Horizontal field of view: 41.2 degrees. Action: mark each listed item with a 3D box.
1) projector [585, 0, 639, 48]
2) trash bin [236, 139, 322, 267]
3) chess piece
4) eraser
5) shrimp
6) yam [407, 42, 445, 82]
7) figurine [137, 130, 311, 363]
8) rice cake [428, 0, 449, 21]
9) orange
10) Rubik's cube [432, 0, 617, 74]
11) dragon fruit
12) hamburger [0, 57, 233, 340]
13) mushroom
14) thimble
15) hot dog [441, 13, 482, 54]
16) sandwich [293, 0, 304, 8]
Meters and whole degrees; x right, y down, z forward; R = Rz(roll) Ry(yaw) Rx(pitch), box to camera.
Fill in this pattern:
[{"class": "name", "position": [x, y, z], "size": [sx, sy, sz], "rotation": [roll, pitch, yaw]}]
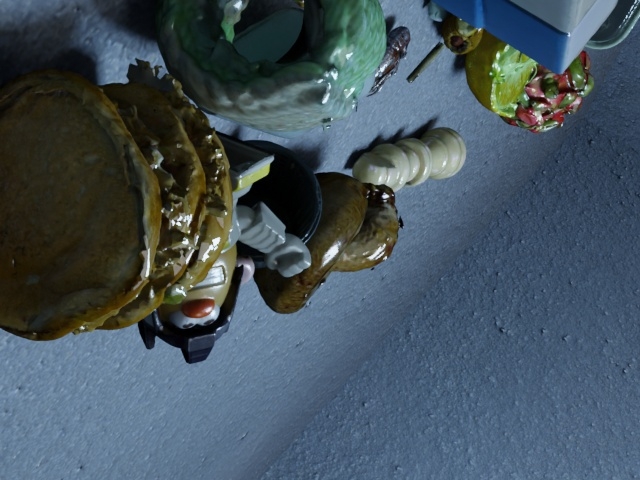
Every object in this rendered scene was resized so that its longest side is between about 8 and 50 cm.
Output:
[{"class": "projector", "position": [0.496, -0.531, 1.525], "size": [0.249, 0.248, 0.248], "rotation": [-55, 170, -40]}, {"class": "trash bin", "position": [-0.090, -0.034, 1.208], "size": [0.175, 0.175, 0.161], "rotation": [-48, 173, -15]}, {"class": "chess piece", "position": [0.180, -0.160, 1.767], "size": [0.397, 0.117, 0.117], "rotation": [-22, 146, -57]}, {"class": "eraser", "position": [-0.038, -0.201, 1.059], "size": [0.174, 0.081, 0.227], "rotation": [-26, 170, 18]}, {"class": "shrimp", "position": [0.089, -0.275, 1.364], "size": [0.165, 0.057, 0.065], "rotation": [-51, 170, 6]}, {"class": "yam", "position": [0.201, -0.336, 1.613], "size": [0.107, 0.014, 0.014], "rotation": [-48, 163, -14]}, {"class": "figurine", "position": [-0.160, 0.009, 1.027], "size": [0.143, 0.309, 0.308], "rotation": [-85, -163, -53]}, {"class": "rice cake", "position": [0.260, -0.480, 1.423], "size": [0.237, 0.043, 0.127], "rotation": [-47, 163, -15]}, {"class": "orange", "position": [0.385, -0.385, 1.755], "size": [0.179, 0.158, 0.237], "rotation": [-39, 160, -42]}, {"class": "Rubik's cube", "position": [0.215, -0.441, 0.858], "size": [0.346, 0.344, 0.347], "rotation": [-52, 162, -5]}, {"class": "dragon fruit", "position": [0.511, -0.391, 1.963], "size": [0.231, 0.237, 0.302], "rotation": [-52, -168, 54]}, {"class": "hamburger", "position": [-0.199, -0.040, 0.769], "size": [0.211, 0.245, 0.260], "rotation": [4, 102, -69]}, {"class": "mushroom", "position": [-0.002, -0.012, 1.414], "size": [0.283, 0.195, 0.263], "rotation": [-26, 161, -26]}, {"class": "thimble", "position": [-0.047, -0.210, 0.838], "size": [0.219, 0.219, 0.150], "rotation": [-56, 167, 10]}, {"class": "hot dog", "position": [0.248, -0.372, 1.474], "size": [0.289, 0.068, 0.083], "rotation": [-55, 165, -83]}, {"class": "sandwich", "position": [-0.005, -0.298, 1.023], "size": [0.113, 0.079, 0.163], "rotation": [-48, 165, -11]}]
